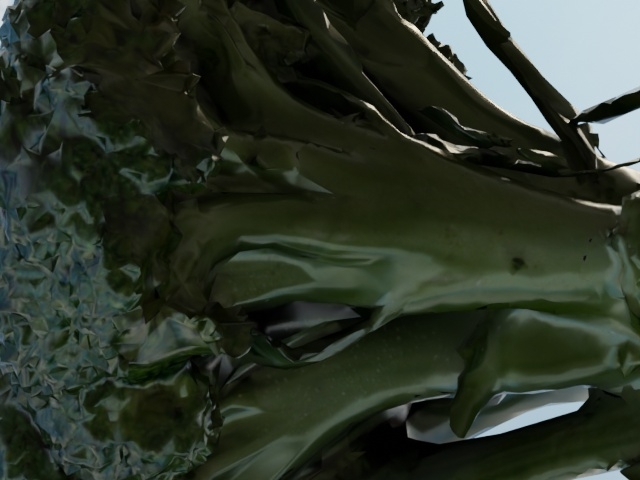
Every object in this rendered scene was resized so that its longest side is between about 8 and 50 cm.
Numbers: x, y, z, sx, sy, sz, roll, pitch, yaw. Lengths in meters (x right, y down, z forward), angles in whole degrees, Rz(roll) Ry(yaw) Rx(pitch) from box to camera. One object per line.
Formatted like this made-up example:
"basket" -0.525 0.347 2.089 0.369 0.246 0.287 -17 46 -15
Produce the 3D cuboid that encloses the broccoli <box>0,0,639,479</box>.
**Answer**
"broccoli" 0.000 0.000 0.645 0.283 0.304 0.321 4 -130 16
